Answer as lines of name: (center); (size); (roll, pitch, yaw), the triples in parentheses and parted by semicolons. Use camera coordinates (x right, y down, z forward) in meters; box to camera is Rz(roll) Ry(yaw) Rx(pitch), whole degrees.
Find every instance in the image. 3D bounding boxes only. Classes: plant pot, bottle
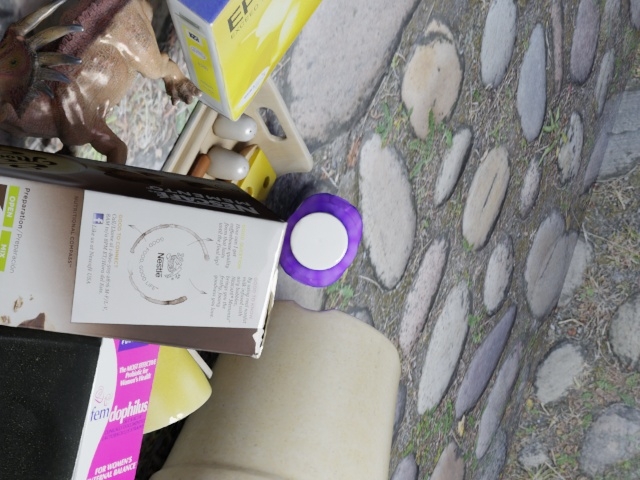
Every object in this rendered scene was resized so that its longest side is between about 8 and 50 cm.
plant pot: (-0.285, 0.133, 1.148); (0.187, 0.167, 0.188); (-132, -126, -77)
plant pot: (-0.196, 0.140, 1.457); (0.134, 0.134, 0.095); (-37, 113, -53)
plant pot: (-0.041, 0.255, 1.658); (0.334, 0.333, 0.305); (68, 34, -54)
bottle: (0.000, 0.000, 1.681); (0.118, 0.092, 0.283); (-63, 179, 1)

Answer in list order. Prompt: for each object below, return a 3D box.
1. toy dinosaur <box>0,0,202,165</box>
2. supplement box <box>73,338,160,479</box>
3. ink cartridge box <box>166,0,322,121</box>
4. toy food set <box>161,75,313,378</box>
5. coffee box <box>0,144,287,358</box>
toy dinosaur: (-0.213, -0.165, 1.220); (0.296, 0.127, 0.200); (-61, 146, -37)
supplement box: (-0.248, 0.166, 1.360); (0.111, 0.114, 0.220); (-8, 110, -62)
ink cartridge box: (-0.032, -0.300, 1.289); (0.304, 0.072, 0.307); (-54, 171, -13)
toy food set: (-0.106, -0.019, 1.560); (0.306, 0.092, 0.220); (-63, 154, -20)
coffee box: (-0.197, 0.001, 1.090); (0.297, 0.168, 0.119); (9, 100, -20)
